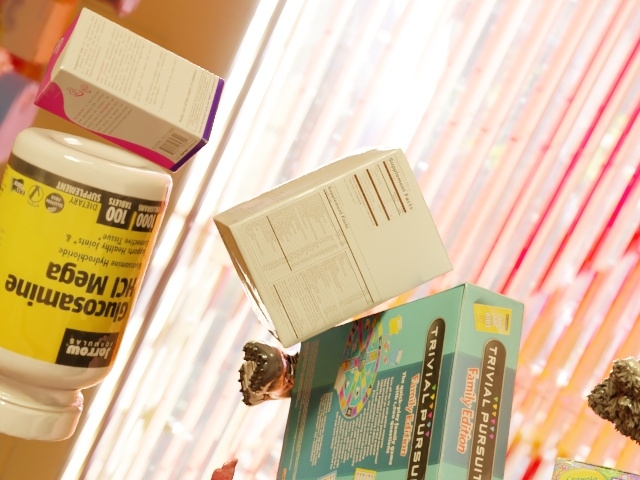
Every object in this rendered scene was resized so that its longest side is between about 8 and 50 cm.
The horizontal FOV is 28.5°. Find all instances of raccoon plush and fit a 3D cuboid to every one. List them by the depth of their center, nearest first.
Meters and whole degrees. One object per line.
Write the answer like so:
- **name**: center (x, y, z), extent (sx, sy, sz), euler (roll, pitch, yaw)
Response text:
- **raccoon plush**: center (0.579, 0.362, 1.986), extent (0.446, 0.299, 0.216), euler (-78, -171, -53)

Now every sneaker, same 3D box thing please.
- **sneaker**: center (-0.056, 0.182, 1.784), extent (0.234, 0.106, 0.078), euler (115, -35, -71)

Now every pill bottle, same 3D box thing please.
- **pill bottle**: center (-0.306, 0.052, 1.464), extent (0.188, 0.188, 0.333), euler (-47, 155, -81)

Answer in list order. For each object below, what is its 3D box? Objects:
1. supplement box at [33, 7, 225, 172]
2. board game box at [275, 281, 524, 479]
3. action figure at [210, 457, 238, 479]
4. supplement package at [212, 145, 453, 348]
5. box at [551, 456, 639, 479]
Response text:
- **supplement box**: center (-0.259, -0.201, 1.717), extent (0.111, 0.220, 0.114), euler (-33, -141, 51)
- **board game box**: center (0.071, 0.204, 1.337), extent (0.336, 0.079, 0.253), euler (-23, -128, 57)
- **action figure**: center (-0.204, 0.343, 1.217), extent (0.370, 0.276, 0.248), euler (-53, -153, 8)
- **supplement package**: center (0.007, 0.002, 1.410), extent (0.203, 0.149, 0.194), euler (-25, -172, -7)
- **box**: center (0.438, 0.398, 1.552), extent (0.279, 0.290, 0.177), euler (39, 63, -61)
